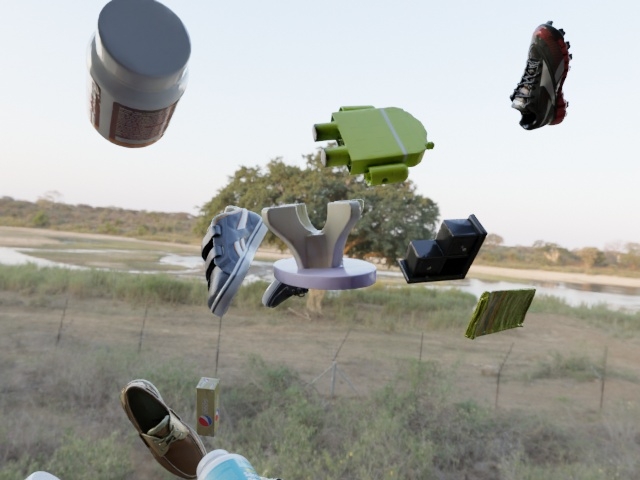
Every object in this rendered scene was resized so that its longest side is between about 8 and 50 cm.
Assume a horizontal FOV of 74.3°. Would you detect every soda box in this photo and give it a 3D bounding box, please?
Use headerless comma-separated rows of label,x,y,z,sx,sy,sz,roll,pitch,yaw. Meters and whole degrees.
soda box,-0.363,0.537,1.363,0.061,0.182,0.058,5,17,2

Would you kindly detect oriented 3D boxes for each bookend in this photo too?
bookend,0.286,0.021,1.005,0.156,0.157,0.072,-2,43,-14

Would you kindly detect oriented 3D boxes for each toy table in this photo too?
toy table,0.000,0.000,0.892,0.274,0.161,0.252,2,9,42

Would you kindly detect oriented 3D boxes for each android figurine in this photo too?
android figurine,0.125,-0.227,0.955,0.272,0.248,0.056,-10,-35,-15

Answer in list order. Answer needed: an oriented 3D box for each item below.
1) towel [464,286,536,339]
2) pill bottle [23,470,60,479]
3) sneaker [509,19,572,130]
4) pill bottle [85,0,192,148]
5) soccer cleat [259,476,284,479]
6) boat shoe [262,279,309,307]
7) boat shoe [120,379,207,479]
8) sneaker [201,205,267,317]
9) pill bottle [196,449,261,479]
towel,0.380,0.146,0.869,0.237,0.102,0.021,3,21,-42
pill bottle,-0.571,0.570,0.660,0.363,0.210,0.210,-39,21,-22
sneaker,0.550,-0.397,1.068,0.135,0.276,0.098,-26,39,-2
pill bottle,-0.457,-0.398,1.049,0.224,0.224,0.392,5,-11,-29
soccer cleat,-0.126,0.656,1.115,0.196,0.076,0.068,1,5,43
boat shoe,-0.054,0.109,1.128,0.076,0.228,0.080,45,-7,26
boat shoe,-0.442,0.526,1.167,0.324,0.122,0.120,46,-25,3
sneaker,-0.215,0.034,0.953,0.127,0.126,0.321,28,32,-10
pill bottle,-0.198,0.599,0.971,0.146,0.146,0.264,5,8,-36
